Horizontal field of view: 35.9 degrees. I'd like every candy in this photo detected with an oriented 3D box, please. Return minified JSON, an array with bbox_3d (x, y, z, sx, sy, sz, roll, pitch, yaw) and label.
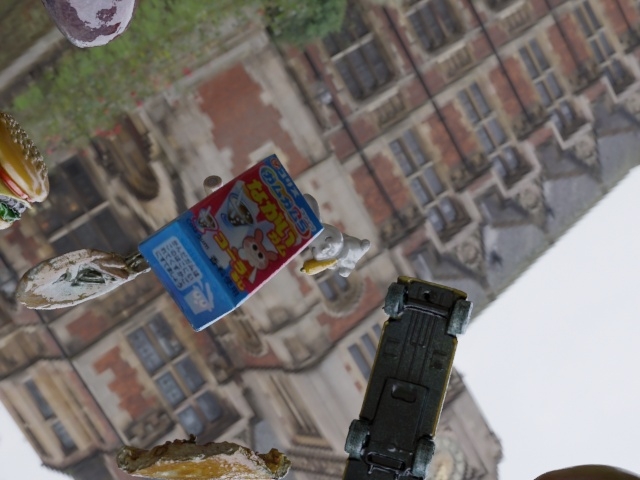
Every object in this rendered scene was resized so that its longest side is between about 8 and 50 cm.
[{"bbox_3d":[-0.127,-0.005,1.516,0.100,0.157,0.306,-31,-174,34],"label":"candy"}]

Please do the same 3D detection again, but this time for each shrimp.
[{"bbox_3d":[-0.469,0.060,2.025,0.317,0.077,0.168,-21,154,-15],"label":"shrimp"}]

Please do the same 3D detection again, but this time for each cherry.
[{"bbox_3d":[-0.309,-0.348,1.328,0.140,0.176,0.176,-7,-163,10],"label":"cherry"}]

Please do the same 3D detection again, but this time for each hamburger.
[{"bbox_3d":[-0.421,-0.095,1.266,0.115,0.162,0.162,-31,-167,-2],"label":"hamburger"}]

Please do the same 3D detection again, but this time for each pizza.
[{"bbox_3d":[-0.182,0.344,1.544,0.271,0.056,0.134,0,150,1],"label":"pizza"}]

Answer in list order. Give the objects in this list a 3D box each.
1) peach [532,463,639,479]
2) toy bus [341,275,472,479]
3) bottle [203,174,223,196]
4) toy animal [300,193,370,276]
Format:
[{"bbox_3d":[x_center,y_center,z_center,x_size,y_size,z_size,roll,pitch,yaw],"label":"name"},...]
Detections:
[{"bbox_3d":[0.458,0.506,1.596,0.308,0.308,0.332,-27,153,13],"label":"peach"},{"bbox_3d":[0.118,0.225,1.383,0.123,0.121,0.335,64,40,-72],"label":"toy bus"},{"bbox_3d":[-0.242,-0.104,2.293,0.045,0.096,0.045,-4,-132,5],"label":"bottle"},{"bbox_3d":[0.000,0.000,2.144,0.131,0.181,0.127,-49,-150,19],"label":"toy animal"}]
